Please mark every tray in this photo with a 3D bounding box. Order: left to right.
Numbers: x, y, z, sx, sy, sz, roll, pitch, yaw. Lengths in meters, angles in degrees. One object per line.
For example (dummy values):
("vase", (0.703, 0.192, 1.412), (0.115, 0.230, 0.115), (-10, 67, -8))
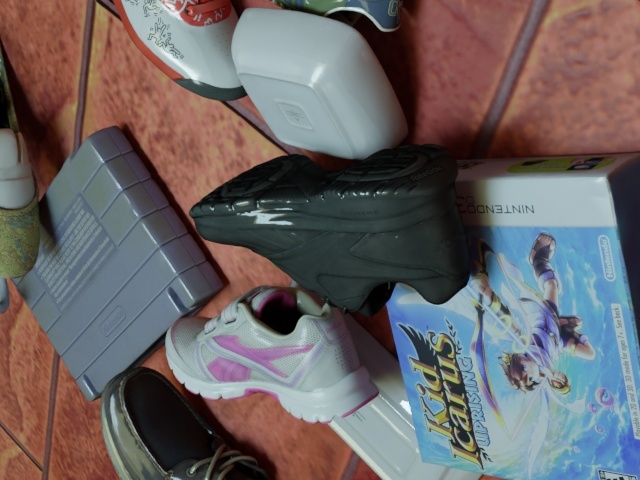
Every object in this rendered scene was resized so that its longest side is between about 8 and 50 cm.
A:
("tray", (0.042, 0.163, 1.117), (0.270, 0.030, 0.145), (43, 136, 21))

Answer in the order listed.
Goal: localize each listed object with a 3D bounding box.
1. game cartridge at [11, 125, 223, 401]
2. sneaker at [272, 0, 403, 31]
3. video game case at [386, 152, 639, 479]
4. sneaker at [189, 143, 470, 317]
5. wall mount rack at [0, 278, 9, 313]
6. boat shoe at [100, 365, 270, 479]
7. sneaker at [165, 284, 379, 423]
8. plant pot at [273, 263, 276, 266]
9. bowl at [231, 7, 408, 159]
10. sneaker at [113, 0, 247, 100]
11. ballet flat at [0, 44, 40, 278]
("game cartridge", (-0.261, 0.036, 1.347), (0.230, 0.068, 0.355), (60, 141, 8))
("sneaker", (-0.008, -0.202, 0.924), (0.192, 0.064, 0.086), (3, 109, 43))
("video game case", (0.161, 0.068, 0.901), (0.244, 0.061, 0.269), (2, 111, 47))
("sneaker", (0.000, 0.000, 0.914), (0.286, 0.109, 0.130), (3, 120, 48))
("wall mount rack", (-0.497, -0.024, 1.320), (0.304, 0.130, 0.350), (-108, -1, -65))
("boat shoe", (-0.116, 0.290, 1.305), (0.130, 0.132, 0.355), (-29, 99, 41))
("sneaker", (-0.055, 0.092, 1.088), (0.252, 0.103, 0.111), (5, 112, 38))
("plant pot", (0.000, -0.015, 1.028), (0.079, 0.083, 0.083), (-2, 111, 34))
("bowl", (-0.007, -0.122, 0.936), (0.142, 0.053, 0.142), (17, 153, 38))
("sneaker", (-0.134, -0.262, 1.006), (0.270, 0.090, 0.145), (53, 143, 14))
("ballet flat", (-0.397, -0.128, 1.308), (0.123, 0.123, 0.348), (-43, 61, 50))
